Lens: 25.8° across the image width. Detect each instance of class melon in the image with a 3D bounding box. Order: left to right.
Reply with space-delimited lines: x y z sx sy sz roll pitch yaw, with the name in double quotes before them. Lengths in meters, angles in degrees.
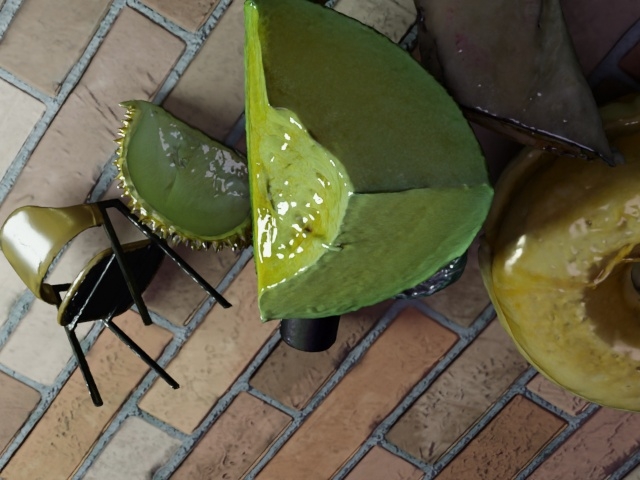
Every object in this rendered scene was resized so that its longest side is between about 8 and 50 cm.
"melon" 0.004 -0.056 1.514 0.331 0.226 0.343 33 155 5

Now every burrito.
"burrito" 0.181 -0.216 1.459 0.175 0.107 0.348 -19 88 16

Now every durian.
"durian" -0.153 -0.059 1.676 0.252 0.144 0.139 29 100 -5

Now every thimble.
"thimble" 0.111 0.007 1.690 0.135 0.090 0.118 -5 125 7

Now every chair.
"chair" -0.266 0.058 1.736 0.247 0.172 0.159 51 125 26

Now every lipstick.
"lipstick" 0.000 0.000 1.705 0.081 0.081 0.299 8 120 2

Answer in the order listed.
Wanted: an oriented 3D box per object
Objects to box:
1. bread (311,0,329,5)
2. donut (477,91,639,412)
"bread" -0.052 -0.352 1.458 0.174 0.121 0.245 -40 110 20
"donut" 0.401 0.021 1.588 0.449 0.198 0.449 6 123 10
